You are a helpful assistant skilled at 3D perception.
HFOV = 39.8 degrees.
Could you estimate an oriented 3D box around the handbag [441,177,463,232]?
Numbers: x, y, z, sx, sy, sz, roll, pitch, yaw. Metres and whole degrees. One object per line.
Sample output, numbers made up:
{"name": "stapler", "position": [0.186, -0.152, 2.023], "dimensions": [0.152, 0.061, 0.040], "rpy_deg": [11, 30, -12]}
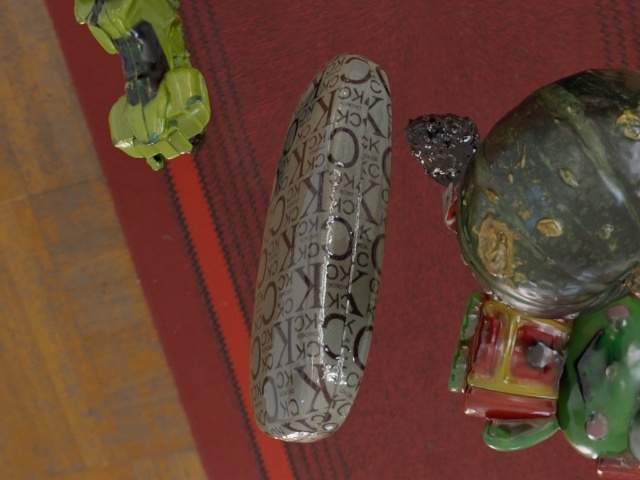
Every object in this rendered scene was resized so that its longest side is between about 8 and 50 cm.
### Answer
{"name": "handbag", "position": [0.337, -0.071, 1.401], "dimensions": [0.298, 0.171, 0.151], "rpy_deg": [-11, 108, 15]}

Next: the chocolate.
{"name": "chocolate", "position": [0.226, -0.202, 1.799], "dimensions": [0.133, 0.156, 0.156], "rpy_deg": [14, 112, -39]}

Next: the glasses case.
{"name": "glasses case", "position": [0.000, 0.000, 0.789], "dimensions": [0.085, 0.137, 0.355], "rpy_deg": [16, 69, -21]}

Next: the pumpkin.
{"name": "pumpkin", "position": [0.180, -0.027, 0.600], "dimensions": [0.190, 0.146, 0.190], "rpy_deg": [-15, 136, -16]}

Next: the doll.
{"name": "doll", "position": [0.301, 0.132, 0.801], "dimensions": [0.363, 0.160, 0.183], "rpy_deg": [10, 76, 24]}

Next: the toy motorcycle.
{"name": "toy motorcycle", "position": [-0.239, -0.271, 1.156], "dimensions": [0.142, 0.206, 0.342], "rpy_deg": [-25, 75, 29]}
